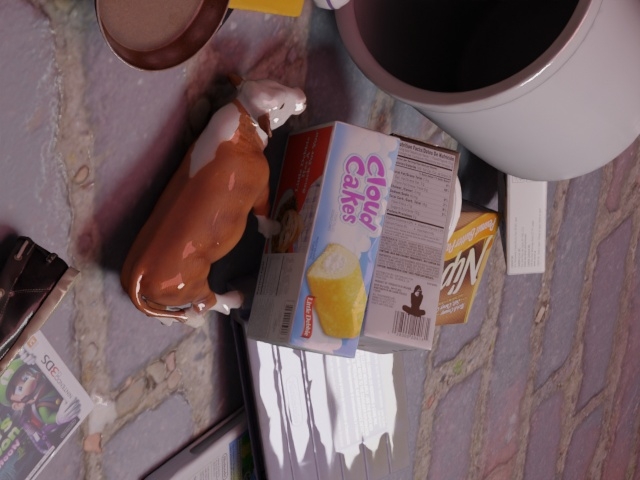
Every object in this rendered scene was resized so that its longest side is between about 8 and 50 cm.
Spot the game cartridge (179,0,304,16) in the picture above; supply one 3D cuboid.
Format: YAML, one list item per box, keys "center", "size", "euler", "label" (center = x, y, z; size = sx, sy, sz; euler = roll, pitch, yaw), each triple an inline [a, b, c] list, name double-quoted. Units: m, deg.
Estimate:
- center: [-0.086, -0.393, 1.339]
  size: [0.285, 0.052, 0.324]
  euler: [-4, 111, -48]
  label: "game cartridge"

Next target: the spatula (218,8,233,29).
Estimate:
- center: [-0.048, -0.332, 1.491]
  size: [0.296, 0.030, 0.084]
  euler: [-54, 150, -19]
  label: "spatula"

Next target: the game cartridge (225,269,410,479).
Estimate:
- center: [0.005, 0.181, 1.786]
  size: [0.230, 0.068, 0.355]
  euler: [-21, 119, -28]
  label: "game cartridge"

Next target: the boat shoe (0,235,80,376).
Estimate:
- center: [-0.335, 0.102, 1.328]
  size: [0.233, 0.079, 0.084]
  euler: [-54, -172, -12]
  label: "boat shoe"

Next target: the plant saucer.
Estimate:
- center: [-0.153, -0.245, 1.291]
  size: [0.168, 0.029, 0.168]
  euler: [-27, 131, -36]
  label: "plant saucer"

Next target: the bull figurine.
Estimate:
- center: [-0.115, -0.039, 1.525]
  size: [0.310, 0.101, 0.188]
  euler: [-55, 150, -17]
  label: "bull figurine"

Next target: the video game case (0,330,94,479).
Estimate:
- center: [-0.334, 0.201, 1.433]
  size: [0.190, 0.022, 0.173]
  euler: [-51, 146, -22]
  label: "video game case"

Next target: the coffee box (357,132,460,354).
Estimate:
- center: [0.082, 0.008, 1.655]
  size: [0.098, 0.141, 0.247]
  euler: [14, 78, -22]
  label: "coffee box"

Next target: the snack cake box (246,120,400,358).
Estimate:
- center: [0.000, 0.000, 1.606]
  size: [0.089, 0.152, 0.264]
  euler: [14, 84, -20]
  label: "snack cake box"

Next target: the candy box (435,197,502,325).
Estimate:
- center: [0.134, 0.029, 1.963]
  size: [0.316, 0.087, 0.183]
  euler: [0, 110, -57]
  label: "candy box"

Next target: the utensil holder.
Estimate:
- center: [0.242, -0.268, 1.706]
  size: [0.385, 0.327, 0.328]
  euler: [26, 89, -62]
  label: "utensil holder"

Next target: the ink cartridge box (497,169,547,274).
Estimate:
- center: [0.305, -0.141, 2.080]
  size: [0.261, 0.066, 0.296]
  euler: [-89, 175, -50]
  label: "ink cartridge box"

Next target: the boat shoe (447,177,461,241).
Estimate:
- center: [0.131, -0.012, 1.802]
  size: [0.063, 0.066, 0.184]
  euler: [-2, 118, -56]
  label: "boat shoe"

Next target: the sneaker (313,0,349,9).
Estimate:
- center: [0.096, -0.378, 1.520]
  size: [0.282, 0.161, 0.102]
  euler: [-68, 158, -9]
  label: "sneaker"

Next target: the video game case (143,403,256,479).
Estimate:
- center: [-0.123, 0.379, 1.866]
  size: [0.300, 0.036, 0.329]
  euler: [-33, 136, -41]
  label: "video game case"
